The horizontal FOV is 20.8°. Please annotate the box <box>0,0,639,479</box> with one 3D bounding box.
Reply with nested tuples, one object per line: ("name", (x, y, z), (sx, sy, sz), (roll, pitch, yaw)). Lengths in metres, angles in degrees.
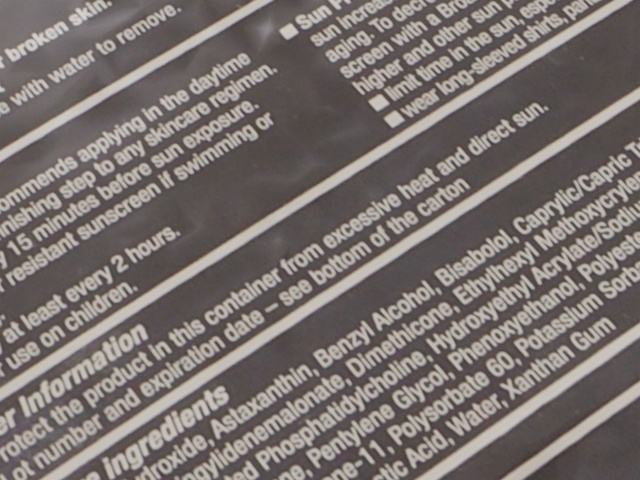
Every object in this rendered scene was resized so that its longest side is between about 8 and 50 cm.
("box", (0.000, 0.000, 0.519), (0.296, 0.183, 0.294), (-32, -117, -16))
